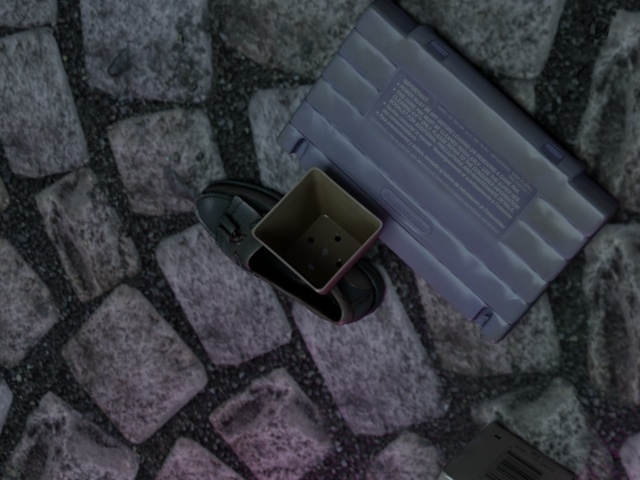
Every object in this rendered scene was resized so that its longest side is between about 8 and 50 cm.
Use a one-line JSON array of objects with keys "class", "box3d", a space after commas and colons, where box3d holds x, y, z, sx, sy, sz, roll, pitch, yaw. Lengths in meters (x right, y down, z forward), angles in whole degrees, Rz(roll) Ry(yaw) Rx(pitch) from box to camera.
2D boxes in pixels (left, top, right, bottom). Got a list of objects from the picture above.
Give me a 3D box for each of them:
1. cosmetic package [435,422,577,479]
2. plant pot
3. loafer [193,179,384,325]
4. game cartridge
[{"class": "cosmetic package", "box3d": [0.171, 0.385, 1.850, 0.129, 0.153, 0.296, 33, 122, 17]}, {"class": "plant pot", "box3d": [0.000, 0.000, 1.788, 0.109, 0.096, 0.109, 41, 80, 15]}, {"class": "loafer", "box3d": [-0.050, 0.013, 1.876, 0.267, 0.084, 0.096, 31, 122, 17]}, {"class": "game cartridge", "box3d": [0.139, -0.081, 1.751, 0.355, 0.068, 0.230, 43, 120, 9]}]
